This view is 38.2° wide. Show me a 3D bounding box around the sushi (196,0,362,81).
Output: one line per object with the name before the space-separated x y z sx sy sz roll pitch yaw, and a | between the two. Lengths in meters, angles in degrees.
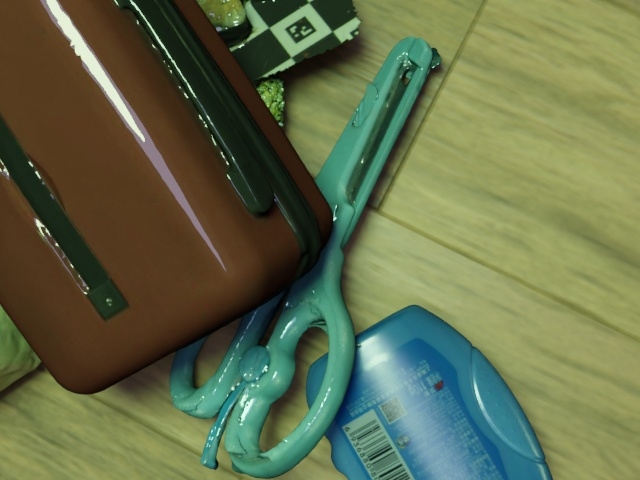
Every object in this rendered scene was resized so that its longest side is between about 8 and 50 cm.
sushi | -0.092 -0.207 0.771 0.210 0.040 0.192 -25 60 3

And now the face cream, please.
face cream | 0.101 0.184 0.713 0.149 0.083 0.264 -31 81 3

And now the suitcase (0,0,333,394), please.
suitcase | -0.155 -0.057 0.669 0.236 0.161 0.297 -31 95 30

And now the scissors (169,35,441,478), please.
scissors | 0.000 0.000 0.739 0.180 0.032 0.392 16 74 44

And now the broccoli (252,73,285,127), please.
broccoli | -0.074 -0.097 0.766 0.092 0.095 0.097 32 118 -17

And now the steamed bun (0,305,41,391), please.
steamed bun | -0.342 0.068 0.728 0.226 0.200 0.170 -26 71 -12
